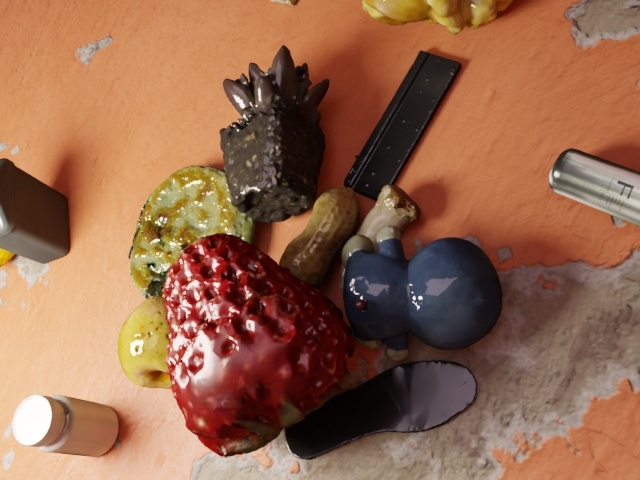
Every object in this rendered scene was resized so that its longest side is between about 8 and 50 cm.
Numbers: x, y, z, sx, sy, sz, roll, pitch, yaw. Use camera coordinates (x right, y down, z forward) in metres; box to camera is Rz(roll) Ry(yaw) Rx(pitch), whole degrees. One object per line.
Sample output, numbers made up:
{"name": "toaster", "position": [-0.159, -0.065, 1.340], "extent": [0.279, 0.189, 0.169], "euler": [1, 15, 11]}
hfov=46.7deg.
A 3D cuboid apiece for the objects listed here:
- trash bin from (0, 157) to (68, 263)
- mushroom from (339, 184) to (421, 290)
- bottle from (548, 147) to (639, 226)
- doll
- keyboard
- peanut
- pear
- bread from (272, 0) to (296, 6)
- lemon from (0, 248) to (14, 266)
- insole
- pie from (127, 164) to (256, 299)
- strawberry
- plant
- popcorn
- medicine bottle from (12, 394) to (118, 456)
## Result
{"name": "trash bin", "position": [-0.648, -0.063, 1.583], "extent": [0.101, 0.236, 0.177], "euler": [-21, 64, 16]}
{"name": "mushroom", "position": [0.098, 0.002, 1.327], "extent": [0.084, 0.071, 0.209], "euler": [33, 92, -12]}
{"name": "bottle", "position": [0.488, -0.064, 1.171], "extent": [0.253, 0.079, 0.096], "euler": [27, 121, 30]}
{"name": "doll", "position": [0.163, 0.086, 1.216], "extent": [0.258, 0.154, 0.228], "euler": [-4, 91, 7]}
{"name": "keyboard", "position": [0.153, -0.221, 1.410], "extent": [0.101, 0.018, 0.310], "euler": [27, 83, 28]}
{"name": "peanut", "position": [0.000, 0.000, 1.348], "extent": [0.103, 0.098, 0.229], "euler": [27, 81, 43]}
{"name": "pear", "position": [-0.292, 0.187, 1.385], "extent": [0.178, 0.178, 0.178], "euler": [-8, 68, 21]}
{"name": "bread", "position": [-0.056, -0.589, 1.638], "extent": [0.068, 0.028, 0.154], "euler": [22, 79, 31]}
{"name": "lemon", "position": [-0.739, -0.008, 1.674], "extent": [0.114, 0.114, 0.155], "euler": [-23, 63, 15]}
{"name": "insole", "position": [0.095, 0.286, 1.252], "extent": [0.348, 0.009, 0.119], "euler": [-23, 62, 14]}
{"name": "pie", "position": [-0.258, -0.018, 1.480], "extent": [0.302, 0.067, 0.302], "euler": [-11, 63, 22]}
{"name": "strawberry", "position": [-0.134, 0.152, 1.213], "extent": [0.345, 0.295, 0.317], "euler": [54, 139, 5]}
{"name": "plant", "position": [-0.083, -0.207, 1.415], "extent": [0.194, 0.181, 0.321], "euler": [-15, 65, 28]}
{"name": "popcorn", "position": [0.201, -0.544, 1.329], "extent": [0.349, 0.381, 0.349], "euler": [-1, 88, 26]}
{"name": "medicine bottle", "position": [-0.470, 0.344, 1.379], "extent": [0.102, 0.186, 0.103], "euler": [-9, 68, 22]}
